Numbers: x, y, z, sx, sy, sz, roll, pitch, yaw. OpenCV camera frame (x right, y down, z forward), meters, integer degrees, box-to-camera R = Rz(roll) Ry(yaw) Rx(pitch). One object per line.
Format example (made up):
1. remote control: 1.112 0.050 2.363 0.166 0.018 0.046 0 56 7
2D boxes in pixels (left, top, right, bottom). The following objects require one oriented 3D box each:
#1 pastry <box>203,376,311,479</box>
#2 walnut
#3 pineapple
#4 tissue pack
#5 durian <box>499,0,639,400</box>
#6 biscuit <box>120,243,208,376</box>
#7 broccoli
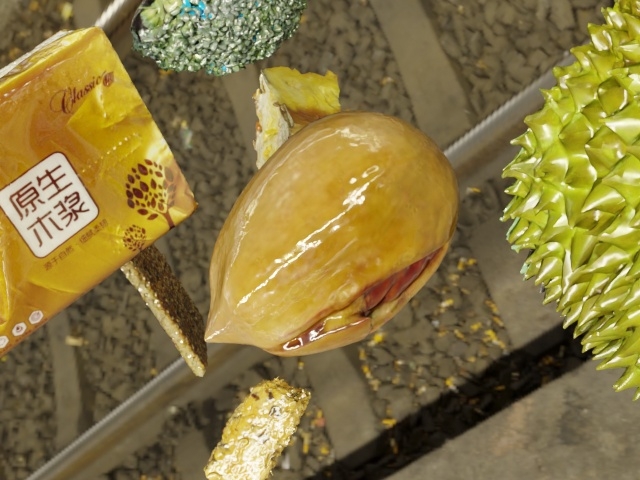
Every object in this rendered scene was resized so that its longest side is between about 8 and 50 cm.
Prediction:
1. pastry: -0.072 0.221 1.084 0.080 0.056 0.140 24 80 7
2. walnut: 0.000 0.000 0.944 0.297 0.203 0.203 -37 52 -2
3. pineapple: -0.026 -0.126 1.273 0.186 0.114 0.237 140 130 -74
4. tissue pack: -0.233 -0.037 0.754 0.226 0.183 0.092 -40 31 -24
5. durian: 0.225 -0.007 0.617 0.169 0.352 0.158 -37 44 -15
6. biscuit: -0.208 0.069 1.270 0.025 0.231 0.131 -24 35 6
7. broccoli: -0.088 -0.217 0.785 0.160 0.154 0.167 41 107 12
